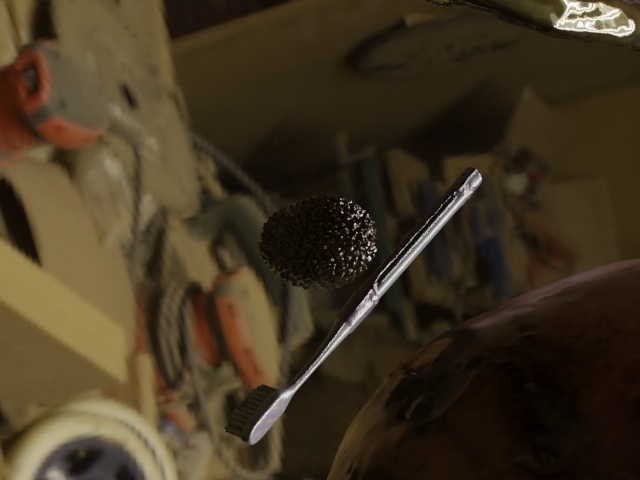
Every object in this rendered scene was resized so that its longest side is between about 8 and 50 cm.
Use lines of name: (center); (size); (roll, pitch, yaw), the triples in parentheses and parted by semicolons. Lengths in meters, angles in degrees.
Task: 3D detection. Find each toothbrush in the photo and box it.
toothbrush: (0.035, 0.047, 1.348); (0.354, 0.029, 0.024); (-47, 142, -32)

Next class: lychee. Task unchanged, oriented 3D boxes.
lychee: (0.000, 0.000, 1.031); (0.068, 0.083, 0.067); (51, -36, 35)

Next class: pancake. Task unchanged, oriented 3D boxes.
pancake: (0.025, -0.119, 0.623); (0.212, 0.029, 0.235); (13, 16, -30)

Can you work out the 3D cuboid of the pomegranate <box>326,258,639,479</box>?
pomegranate: (0.143, 0.155, 0.588); (0.322, 0.322, 0.322); (-15, 90, -73)
